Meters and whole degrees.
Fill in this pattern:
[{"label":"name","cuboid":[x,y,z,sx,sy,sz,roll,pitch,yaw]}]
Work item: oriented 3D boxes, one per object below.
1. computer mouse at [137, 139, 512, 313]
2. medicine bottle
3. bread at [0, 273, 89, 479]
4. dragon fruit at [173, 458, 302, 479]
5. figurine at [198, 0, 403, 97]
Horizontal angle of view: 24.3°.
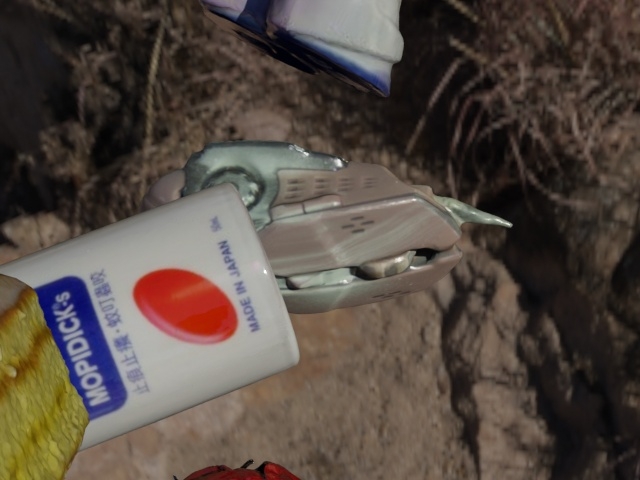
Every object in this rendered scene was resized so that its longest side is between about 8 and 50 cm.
[{"label":"computer mouse","cuboid":[-0.002,0.005,1.510,0.389,0.199,0.115,4,56,11]},{"label":"medicine bottle","cuboid":[-0.192,0.080,0.936,0.341,0.130,0.130,-20,58,-6]},{"label":"bread","cuboid":[-0.200,0.101,0.610,0.184,0.234,0.110,-28,100,1]},{"label":"dragon fruit","cuboid":[-0.094,0.320,1.482,0.234,0.234,0.293,-37,35,-16]},{"label":"figurine","cuboid":[0.037,-0.192,0.518,0.274,0.133,0.194,-50,38,17]}]
